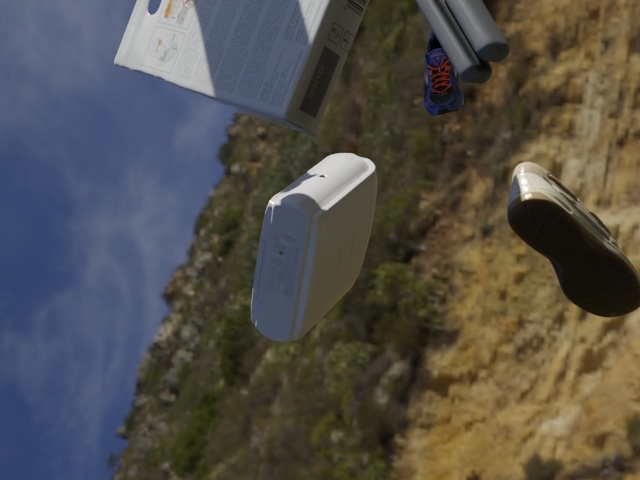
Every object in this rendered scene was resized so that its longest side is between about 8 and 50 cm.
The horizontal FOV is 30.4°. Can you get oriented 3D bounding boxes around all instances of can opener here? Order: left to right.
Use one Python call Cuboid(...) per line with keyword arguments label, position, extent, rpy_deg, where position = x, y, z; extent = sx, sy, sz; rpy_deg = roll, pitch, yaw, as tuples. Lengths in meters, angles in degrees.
Cuboid(label="can opener", position=(0.165, -0.309, 1.470), extent=(0.093, 0.280, 0.074), rpy_deg=(7, -44, -31))

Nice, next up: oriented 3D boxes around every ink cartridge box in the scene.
Cuboid(label="ink cartridge box", position=(-0.110, -0.351, 1.754), extent=(0.091, 0.385, 0.308), rpy_deg=(21, -90, -51))

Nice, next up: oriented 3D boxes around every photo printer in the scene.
Cuboid(label="photo printer", position=(0.000, 0.000, 2.000), extent=(0.307, 0.107, 0.256), rpy_deg=(-41, -35, -58))

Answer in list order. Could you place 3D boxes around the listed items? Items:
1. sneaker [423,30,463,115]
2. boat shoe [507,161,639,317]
Cuboid(label="sneaker", position=(0.232, -0.332, 2.311), extent=(0.087, 0.083, 0.221), rpy_deg=(64, -159, -47))
Cuboid(label="boat shoe", position=(0.371, 0.001, 1.703), extent=(0.302, 0.109, 0.098), rpy_deg=(41, -143, -31))
